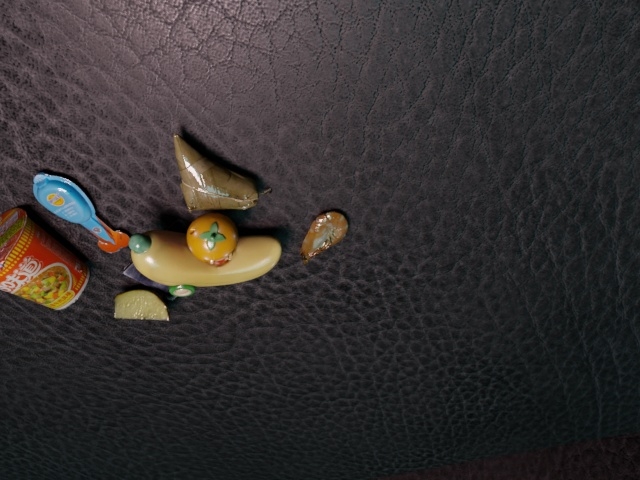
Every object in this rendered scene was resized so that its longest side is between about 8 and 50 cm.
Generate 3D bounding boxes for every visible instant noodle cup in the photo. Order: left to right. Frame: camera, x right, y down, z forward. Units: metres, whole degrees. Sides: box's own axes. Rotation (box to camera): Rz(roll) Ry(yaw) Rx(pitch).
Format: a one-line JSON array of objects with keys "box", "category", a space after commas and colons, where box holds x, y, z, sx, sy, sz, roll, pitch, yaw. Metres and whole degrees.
[{"box": [-0.661, 0.060, 1.136, 0.193, 0.193, 0.212, -22, 138, 18], "category": "instant noodle cup"}]

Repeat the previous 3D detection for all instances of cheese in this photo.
[{"box": [-0.540, -0.058, 1.114, 0.106, 0.037, 0.256, -21, 132, 19], "category": "cheese"}]

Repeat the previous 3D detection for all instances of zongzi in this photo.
[{"box": [-0.199, -0.145, 1.016, 0.188, 0.081, 0.178, -3, 129, -4], "category": "zongzi"}]

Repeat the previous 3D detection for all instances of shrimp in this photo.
[{"box": [0.000, 0.000, 1.179, 0.091, 0.043, 0.184, 22, 128, -25], "category": "shrimp"}]

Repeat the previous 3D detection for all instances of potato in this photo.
[{"box": [-0.454, 0.172, 1.313, 0.149, 0.081, 0.120, 2, 174, 3], "category": "potato"}]

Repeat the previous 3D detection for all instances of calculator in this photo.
[{"box": [-0.364, 0.052, 1.232, 0.261, 0.021, 0.161, -36, 124, 28], "category": "calculator"}]

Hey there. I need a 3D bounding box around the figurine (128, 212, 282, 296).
[{"box": [-0.246, 0.019, 1.084, 0.324, 0.124, 0.222, -3, 149, -10], "category": "figurine"}]
